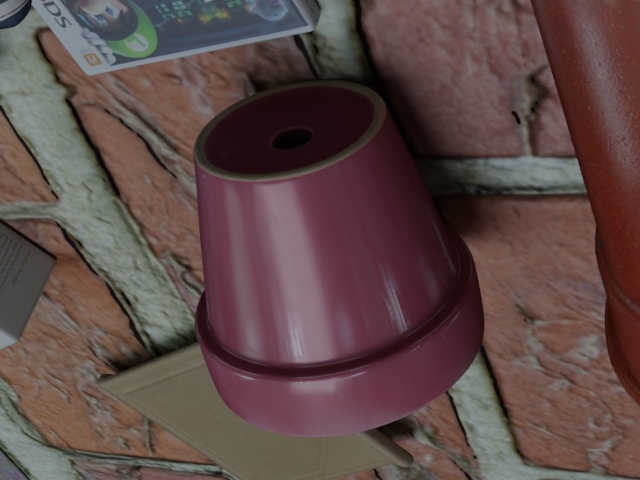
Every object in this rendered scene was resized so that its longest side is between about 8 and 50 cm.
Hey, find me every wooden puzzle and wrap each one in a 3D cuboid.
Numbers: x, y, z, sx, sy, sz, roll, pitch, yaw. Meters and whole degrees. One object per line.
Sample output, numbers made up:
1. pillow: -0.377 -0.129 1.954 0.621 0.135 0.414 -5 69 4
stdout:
1. wooden puzzle: -0.061 0.159 1.303 0.221 0.044 0.238 39 145 -26

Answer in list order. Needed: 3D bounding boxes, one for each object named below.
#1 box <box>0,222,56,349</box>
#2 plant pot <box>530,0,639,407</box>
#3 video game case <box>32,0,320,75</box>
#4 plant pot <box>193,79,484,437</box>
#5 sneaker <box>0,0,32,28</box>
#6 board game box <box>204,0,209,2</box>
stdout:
1. box: -0.339 0.024 1.200 0.170 0.091 0.130 38 140 -24
2. plant pot: 0.231 -0.078 0.683 0.272 0.272 0.265 -6 129 31
3. video game case: -0.120 -0.183 0.883 0.190 0.022 0.173 -7 138 31
4. plant pot: 0.000 0.000 0.945 0.201 0.201 0.180 1 125 24
5. sneaker: -0.243 -0.131 0.919 0.226 0.086 0.163 21 144 38
6. board game box: -0.054 -0.269 0.692 0.193 0.053 0.305 -15 133 28
